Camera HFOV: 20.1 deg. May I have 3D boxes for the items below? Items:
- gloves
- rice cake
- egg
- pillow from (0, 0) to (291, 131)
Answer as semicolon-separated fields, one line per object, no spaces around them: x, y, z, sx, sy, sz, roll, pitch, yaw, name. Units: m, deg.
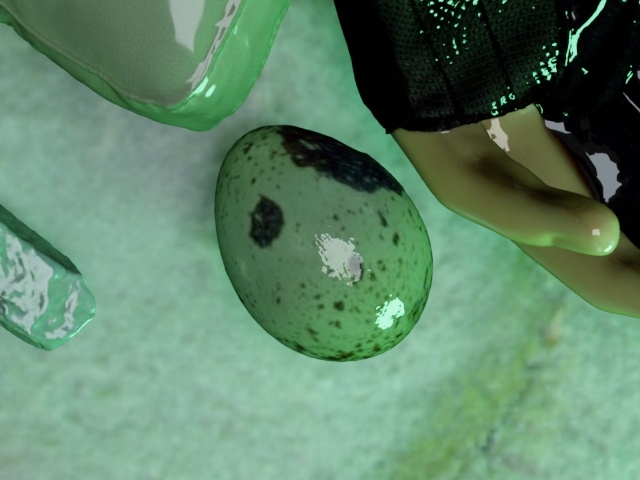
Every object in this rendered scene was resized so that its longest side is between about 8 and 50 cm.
0.123;-0.076;0.756;0.197;0.152;0.301;-32;103;0;gloves
-0.192;-0.037;0.732;0.245;0.045;0.042;40;85;-16;rice cake
0.000;0.000;0.766;0.085;0.085;0.110;-30;91;-9;egg
-0.062;-0.225;0.674;0.255;0.120;0.322;28;87;23;pillow
